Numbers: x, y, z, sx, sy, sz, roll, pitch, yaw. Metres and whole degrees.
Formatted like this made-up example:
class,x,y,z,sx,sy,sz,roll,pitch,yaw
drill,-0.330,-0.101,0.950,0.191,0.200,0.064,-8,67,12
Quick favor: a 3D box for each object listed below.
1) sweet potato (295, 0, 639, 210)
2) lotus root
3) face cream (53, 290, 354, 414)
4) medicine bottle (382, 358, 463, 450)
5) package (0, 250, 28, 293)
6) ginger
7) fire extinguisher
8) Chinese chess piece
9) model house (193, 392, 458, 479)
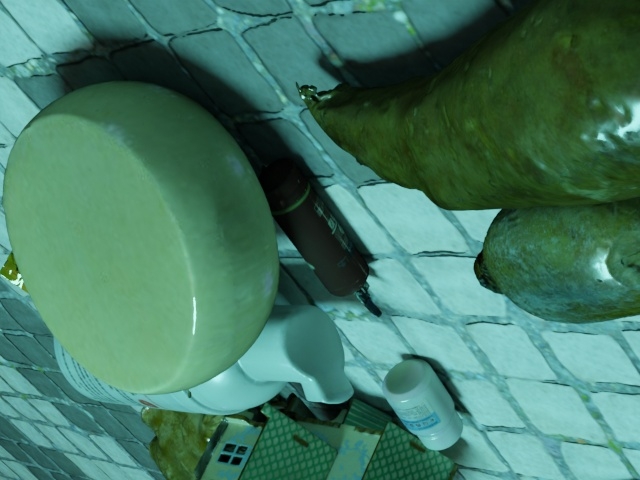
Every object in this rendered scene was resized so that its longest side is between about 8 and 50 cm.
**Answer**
class,x,y,z,sx,sy,sz,roll,pitch,yaw
sweet potato,0.120,-0.080,0.750,0.130,0.130,0.422,44,159,-19
lotus root,0.172,0.010,0.866,0.113,0.088,0.192,38,153,-23
face cream,-0.106,0.096,1.246,0.369,0.145,0.145,-4,135,48
medicine bottle,0.098,0.156,1.215,0.052,0.052,0.089,6,142,42
package,-0.315,0.023,1.454,0.071,0.047,0.131,35,154,-8
ginger,-0.112,0.219,1.477,0.218,0.123,0.270,22,141,16
fire extinguisher,0.000,0.000,1.082,0.158,0.043,0.064,54,175,-33
Chinese chess piece,-0.154,-0.001,1.078,0.273,0.102,0.273,21,123,37
model house,0.034,0.256,1.310,0.206,0.178,0.271,6,143,38
